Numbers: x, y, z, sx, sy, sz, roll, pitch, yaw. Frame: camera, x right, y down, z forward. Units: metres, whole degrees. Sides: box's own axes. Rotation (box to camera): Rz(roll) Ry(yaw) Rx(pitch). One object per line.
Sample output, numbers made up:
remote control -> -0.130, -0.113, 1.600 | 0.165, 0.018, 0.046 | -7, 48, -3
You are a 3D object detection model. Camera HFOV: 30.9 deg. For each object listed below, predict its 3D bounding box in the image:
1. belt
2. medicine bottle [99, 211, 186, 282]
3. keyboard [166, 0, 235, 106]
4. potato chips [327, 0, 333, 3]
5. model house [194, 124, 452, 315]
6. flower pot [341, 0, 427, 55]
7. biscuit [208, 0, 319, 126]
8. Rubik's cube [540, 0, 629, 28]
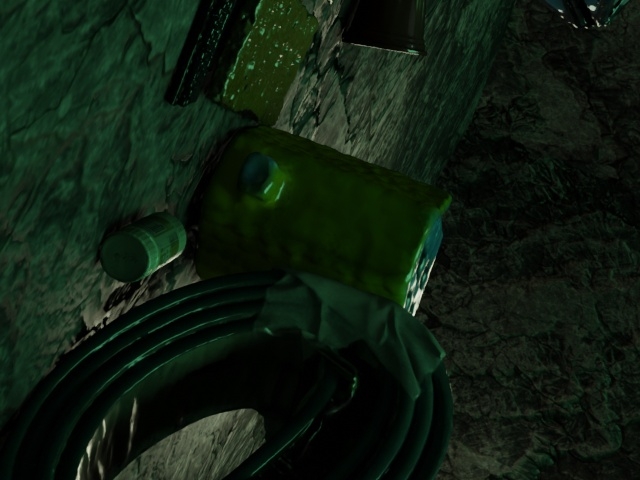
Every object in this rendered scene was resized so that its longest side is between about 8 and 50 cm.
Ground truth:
belt -> -0.083, 0.197, 1.016 | 0.437, 0.300, 0.173 | -30, 154, -37
medicine bottle -> -0.150, 0.005, 0.990 | 0.047, 0.047, 0.083 | -68, 171, 18
keyboard -> -0.079, -0.201, 0.949 | 0.060, 0.018, 0.195 | -41, 155, -75
potato chips -> 0.042, -0.321, 1.285 | 0.207, 0.028, 0.091 | -49, 163, -54
model house -> 0.000, 0.000, 1.245 | 0.303, 0.237, 0.215 | 73, 39, -76
flower pot -> 0.087, -0.283, 1.444 | 0.111, 0.111, 0.089 | -29, 130, -75
biscuit -> -0.054, -0.179, 1.117 | 0.231, 0.025, 0.131 | 9, 105, -80
Rubik's cube -> 0.338, -0.495, 1.409 | 0.310, 0.305, 0.307 | -40, 161, -21
